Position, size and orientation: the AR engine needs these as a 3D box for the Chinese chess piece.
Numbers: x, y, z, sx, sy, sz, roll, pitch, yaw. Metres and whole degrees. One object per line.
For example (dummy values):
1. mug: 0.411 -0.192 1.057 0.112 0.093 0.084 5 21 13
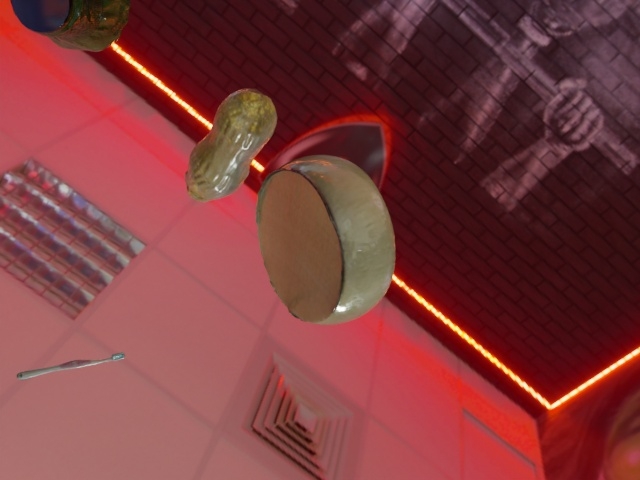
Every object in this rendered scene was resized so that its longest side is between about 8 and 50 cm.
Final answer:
1. Chinese chess piece: 0.000 0.000 0.884 0.103 0.249 0.249 -12 -122 -33

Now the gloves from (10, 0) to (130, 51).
1. gloves: -0.298 -0.295 0.761 0.107 0.135 0.268 43 -165 -23

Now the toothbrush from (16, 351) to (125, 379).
1. toothbrush: -0.495 0.250 1.205 0.204 0.022 0.017 -10 -128 -15

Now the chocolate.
1. chocolate: -0.193 -0.195 1.292 0.134 0.309 0.134 25 -140 -23
